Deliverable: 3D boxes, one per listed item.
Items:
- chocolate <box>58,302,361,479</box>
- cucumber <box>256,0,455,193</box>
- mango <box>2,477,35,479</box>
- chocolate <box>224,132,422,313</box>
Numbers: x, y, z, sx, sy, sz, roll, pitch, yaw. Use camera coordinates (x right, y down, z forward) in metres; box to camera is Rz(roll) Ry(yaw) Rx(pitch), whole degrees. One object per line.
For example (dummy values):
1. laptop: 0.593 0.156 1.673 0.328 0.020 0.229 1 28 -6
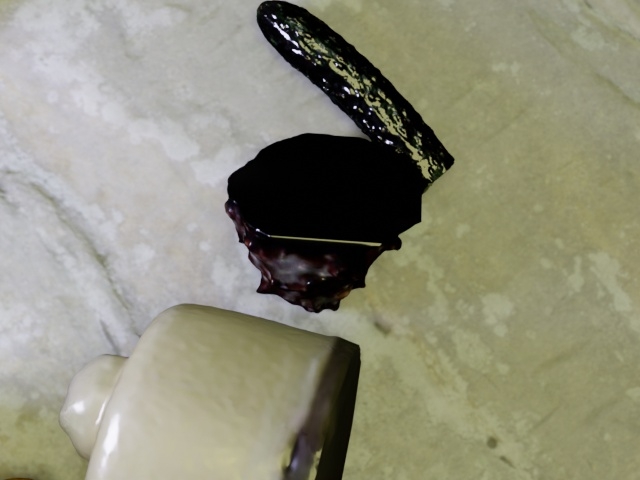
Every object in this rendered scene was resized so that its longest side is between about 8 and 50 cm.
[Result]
1. chocolate: -0.119 0.230 1.243 0.297 0.314 0.326 11 124 11
2. cucumber: 0.042 -0.186 1.398 0.081 0.072 0.303 -42 92 -9
3. mango: -0.354 0.346 1.289 0.111 0.089 0.163 19 91 15
4. chocolate: 0.000 0.000 1.365 0.224 0.206 0.177 5 130 2
